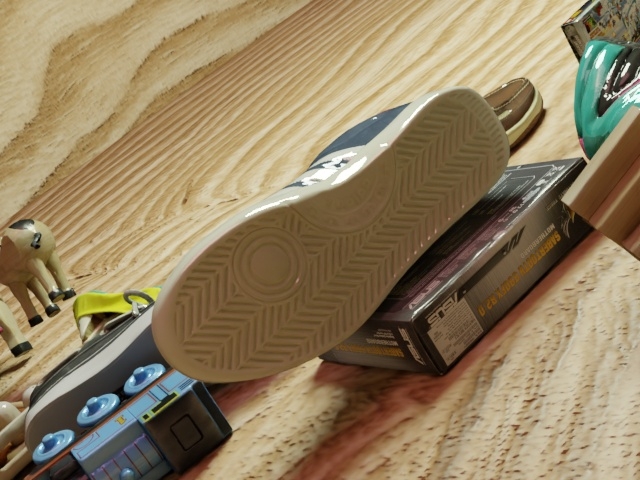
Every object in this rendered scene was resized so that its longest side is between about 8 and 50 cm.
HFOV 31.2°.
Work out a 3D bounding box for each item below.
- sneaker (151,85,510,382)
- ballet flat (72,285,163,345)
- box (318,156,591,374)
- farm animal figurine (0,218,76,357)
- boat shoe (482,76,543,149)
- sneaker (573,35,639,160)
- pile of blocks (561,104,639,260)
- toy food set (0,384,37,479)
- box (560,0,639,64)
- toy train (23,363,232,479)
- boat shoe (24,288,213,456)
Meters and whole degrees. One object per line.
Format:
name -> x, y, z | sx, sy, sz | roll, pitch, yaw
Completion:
sneaker -> 0.000, 0.000, 0.959 | 0.350, 0.131, 0.148 | -34, 9, -24
ballet flat -> -0.241, 0.100, 1.359 | 0.231, 0.077, 0.077 | -11, 40, 46
box -> 0.111, 0.019, 0.997 | 0.231, 0.056, 0.183 | -40, 18, -27
farm animal figurine -> -0.475, 0.086, 1.474 | 0.330, 0.172, 0.327 | -31, -7, -7
boat shoe -> 0.153, -0.124, 1.264 | 0.095, 0.095, 0.257 | -10, 27, 51
sneaker -> 0.328, -0.149, 1.006 | 0.295, 0.123, 0.178 | -40, 28, -22
pile of blocks -> 0.339, -0.086, 0.742 | 0.362, 0.149, 0.112 | -30, 17, 2
toy food set -> -0.405, 0.218, 1.261 | 0.306, 0.092, 0.220 | -14, 24, 46
box -> 0.328, -0.231, 1.270 | 0.137, 0.094, 0.027 | -42, 20, -34
toy train -> -0.170, 0.178, 0.999 | 0.184, 0.080, 0.105 | -36, 23, -17
boat shoe -> -0.157, 0.104, 1.125 | 0.306, 0.113, 0.105 | -38, 30, 9
